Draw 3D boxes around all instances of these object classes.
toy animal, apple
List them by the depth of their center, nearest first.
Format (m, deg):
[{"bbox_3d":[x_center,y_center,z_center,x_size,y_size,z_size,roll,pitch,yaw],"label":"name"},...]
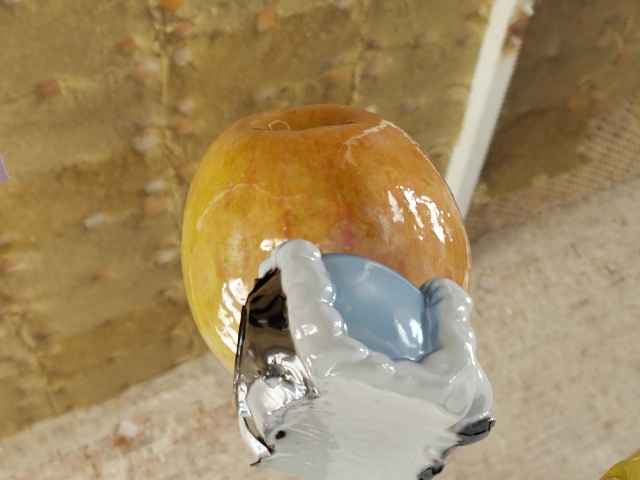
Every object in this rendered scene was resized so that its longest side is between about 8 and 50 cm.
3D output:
[{"bbox_3d":[0.032,0.093,0.881,0.204,0.156,0.208,13,-32,-11],"label":"toy animal"},{"bbox_3d":[0.000,0.000,1.115,0.299,0.275,0.299,-10,4,1],"label":"apple"}]

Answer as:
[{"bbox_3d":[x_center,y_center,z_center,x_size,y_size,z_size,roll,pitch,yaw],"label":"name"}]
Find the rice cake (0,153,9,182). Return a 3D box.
[{"bbox_3d":[-0.558,-0.140,1.893,0.047,0.036,0.206,-12,-16,-15],"label":"rice cake"}]

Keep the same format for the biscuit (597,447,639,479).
[{"bbox_3d":[0.323,0.325,0.762,0.446,0.429,0.104,-36,-13,-36],"label":"biscuit"}]
